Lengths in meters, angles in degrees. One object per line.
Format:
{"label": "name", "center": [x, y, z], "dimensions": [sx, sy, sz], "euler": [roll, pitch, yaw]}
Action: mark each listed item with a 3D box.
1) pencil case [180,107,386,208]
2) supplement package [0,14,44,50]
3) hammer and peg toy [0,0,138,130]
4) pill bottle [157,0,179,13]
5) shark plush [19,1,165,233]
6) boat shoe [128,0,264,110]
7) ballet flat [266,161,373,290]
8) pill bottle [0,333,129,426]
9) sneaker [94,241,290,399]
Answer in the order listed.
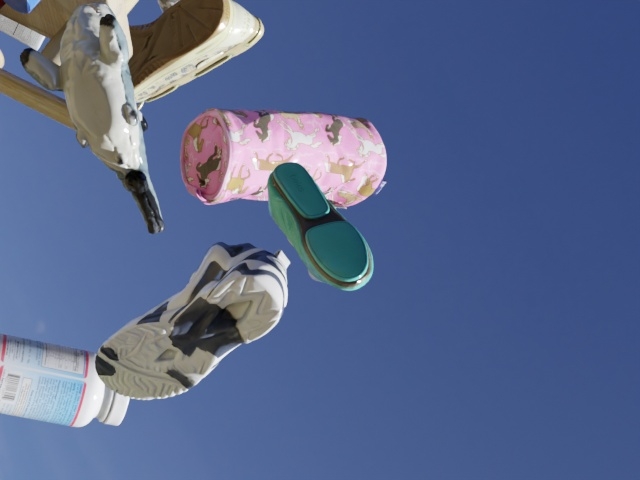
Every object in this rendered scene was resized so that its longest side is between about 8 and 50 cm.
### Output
{"label": "pencil case", "center": [-0.064, -0.142, 2.331], "dimensions": [0.160, 0.386, 0.167], "euler": [-32, -114, 44]}
{"label": "supplement package", "center": [-0.443, -0.424, 1.908], "dimensions": [0.203, 0.194, 0.149], "euler": [28, -46, -13]}
{"label": "hammer and peg toy", "center": [-0.273, -0.245, 1.156], "dimensions": [0.266, 0.127, 0.361], "euler": [27, -27, 15]}
{"label": "pill bottle", "center": [-0.194, -0.357, 1.800], "dimensions": [0.078, 0.078, 0.137], "euler": [44, -15, 35]}
{"label": "shark plush", "center": [-0.129, -0.087, 0.889], "dimensions": [0.161, 0.073, 0.067], "euler": [59, 16, 2]}
{"label": "boat shoe", "center": [-0.200, -0.229, 1.691], "dimensions": [0.285, 0.089, 0.104], "euler": [-16, -112, 37]}
{"label": "ballet flat", "center": [0.000, 0.000, 1.711], "dimensions": [0.087, 0.083, 0.247], "euler": [93, -26, -42]}
{"label": "pill bottle", "center": [-0.296, 0.159, 1.471], "dimensions": [0.087, 0.160, 0.087], "euler": [-166, -90, -71]}
{"label": "sneaker", "center": [-0.126, 0.076, 1.418], "dimensions": [0.235, 0.153, 0.094], "euler": [-36, -81, 23]}
